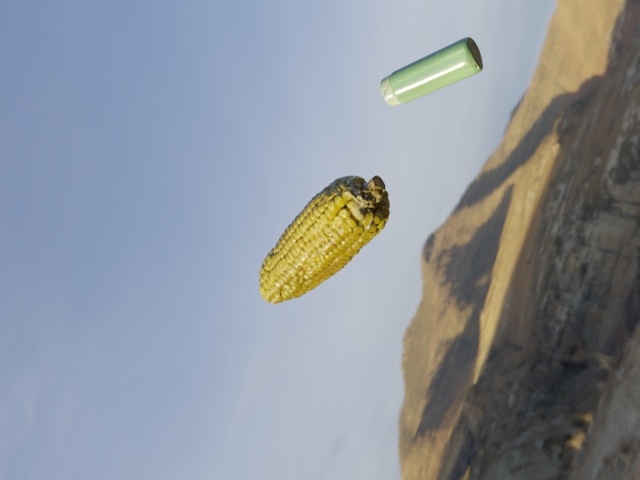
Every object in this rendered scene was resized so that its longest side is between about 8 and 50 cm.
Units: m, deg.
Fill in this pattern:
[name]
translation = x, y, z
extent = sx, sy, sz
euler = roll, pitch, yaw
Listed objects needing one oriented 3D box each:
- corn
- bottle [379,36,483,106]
[corn]
translation = 0.000, 0.000, 1.294
extent = 0.322, 0.119, 0.119
euler = -43, 3, 35
[bottle]
translation = 0.090, -0.137, 0.649
extent = 0.030, 0.083, 0.030
euler = 35, -135, -45
